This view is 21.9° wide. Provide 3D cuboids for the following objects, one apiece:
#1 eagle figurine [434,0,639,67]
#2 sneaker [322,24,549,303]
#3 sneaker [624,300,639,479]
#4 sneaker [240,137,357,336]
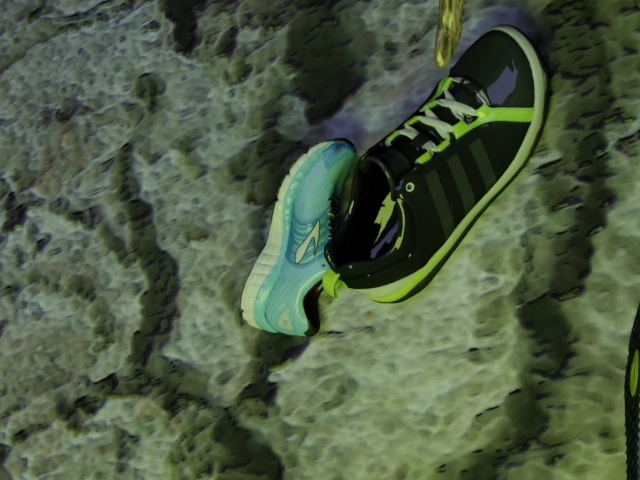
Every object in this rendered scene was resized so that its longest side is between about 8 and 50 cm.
[{"bbox_3d":[0.215,-0.235,1.081,0.298,0.226,0.225,7,43,30],"label":"eagle figurine"},{"bbox_3d":[0.080,-0.053,1.196,0.084,0.097,0.234,34,99,36],"label":"sneaker"},{"bbox_3d":[0.240,0.126,1.069,0.082,0.069,0.209,2,68,3],"label":"sneaker"},{"bbox_3d":[0.000,0.000,1.277,0.073,0.063,0.162,22,98,22],"label":"sneaker"}]
